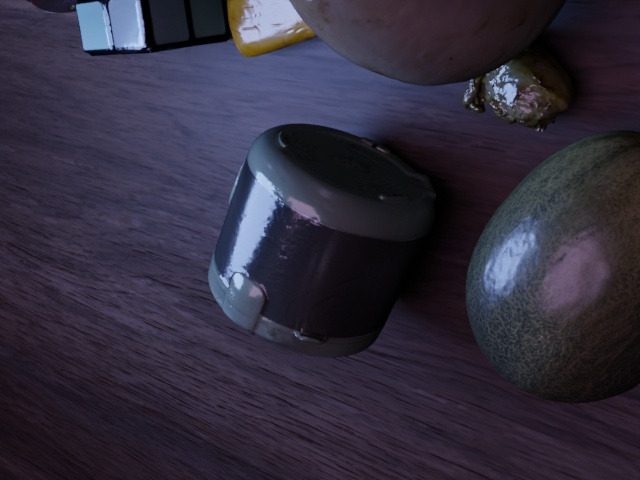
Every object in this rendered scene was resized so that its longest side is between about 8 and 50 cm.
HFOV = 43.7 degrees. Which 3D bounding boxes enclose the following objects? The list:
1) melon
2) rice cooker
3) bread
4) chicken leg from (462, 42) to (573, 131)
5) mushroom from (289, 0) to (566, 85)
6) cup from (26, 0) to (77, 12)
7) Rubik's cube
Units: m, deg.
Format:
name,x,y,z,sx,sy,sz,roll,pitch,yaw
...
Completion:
name,x,y,z,sx,sy,sz,roll,pitch,yaw
melon,0.300,0.032,0.896,0.248,0.248,0.329,37,123,25
rice cooker,-0.002,0.001,1.118,0.288,0.288,0.277,36,121,25
bread,-0.065,-0.345,1.188,0.200,0.077,0.116,-4,112,42
chicken leg,0.211,-0.215,0.987,0.227,0.088,0.103,40,146,24
mushroom,0.107,-0.350,0.864,0.294,0.362,0.362,-164,60,-69
cup,-0.475,-0.550,1.393,0.196,0.196,0.280,-38,73,43
Rubik's cube,-0.272,-0.393,1.270,0.167,0.183,0.180,8,110,38
